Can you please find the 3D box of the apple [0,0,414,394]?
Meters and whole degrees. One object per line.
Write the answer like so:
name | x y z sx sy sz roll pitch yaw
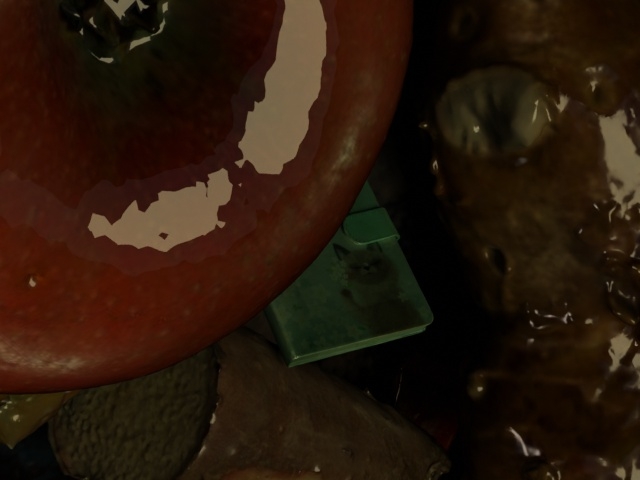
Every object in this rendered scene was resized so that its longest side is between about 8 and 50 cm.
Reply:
apple | -0.132 -0.110 0.567 0.348 0.277 0.348 -15 118 -30

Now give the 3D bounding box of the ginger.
ginger | 0.154 0.032 0.859 0.254 0.176 0.418 -57 137 -51

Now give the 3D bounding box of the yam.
yam | -0.033 0.126 0.837 0.128 0.129 0.238 -49 133 8

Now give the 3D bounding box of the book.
book | 0.000 0.000 0.815 0.103 0.135 0.017 -11 155 -31

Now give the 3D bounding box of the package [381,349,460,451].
package | 0.042 0.171 0.976 0.083 0.022 0.200 26 94 -39

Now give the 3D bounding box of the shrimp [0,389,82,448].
shrimp | -0.212 0.092 0.708 0.267 0.145 0.061 -23 81 -10
